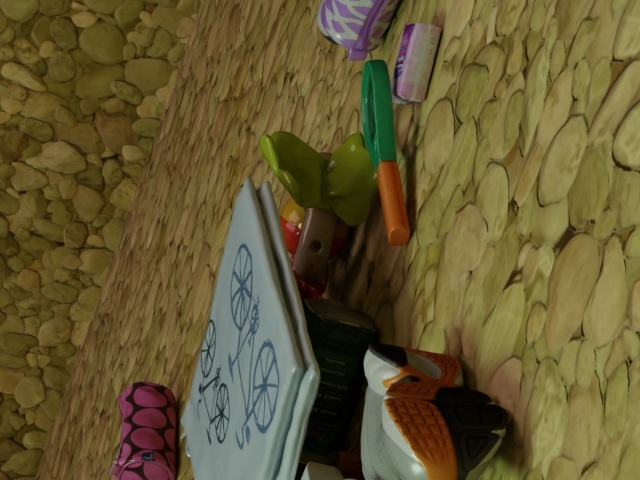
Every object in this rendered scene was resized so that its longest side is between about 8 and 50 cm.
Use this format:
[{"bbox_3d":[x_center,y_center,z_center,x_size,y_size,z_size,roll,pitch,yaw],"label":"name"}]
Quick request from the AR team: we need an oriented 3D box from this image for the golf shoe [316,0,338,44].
[{"bbox_3d":[0.031,-0.341,2.091,0.273,0.120,0.105,119,159,-51],"label":"golf shoe"}]

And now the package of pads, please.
[{"bbox_3d":[0.096,-0.182,1.833,0.050,0.032,0.083,-175,99,-74],"label":"package of pads"}]

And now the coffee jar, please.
[{"bbox_3d":[-0.005,0.156,1.786,0.096,0.079,0.184,-130,55,-74],"label":"coffee jar"}]

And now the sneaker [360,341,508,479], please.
[{"bbox_3d":[0.082,0.170,1.418,0.262,0.099,0.121,-104,23,-78],"label":"sneaker"}]

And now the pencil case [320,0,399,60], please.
[{"bbox_3d":[0.068,-0.297,1.977,0.088,0.086,0.206,69,152,27],"label":"pencil case"}]

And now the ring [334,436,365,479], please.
[{"bbox_3d":[0.020,0.325,1.608,0.336,0.032,0.336,-166,90,-77],"label":"ring"}]

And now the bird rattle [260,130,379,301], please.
[{"bbox_3d":[0.000,0.000,1.946,0.207,0.143,0.253,-81,-4,-76],"label":"bird rattle"}]

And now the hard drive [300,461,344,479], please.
[{"bbox_3d":[-0.036,0.383,1.619,0.203,0.040,0.307,-104,31,-64],"label":"hard drive"}]

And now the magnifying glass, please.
[{"bbox_3d":[0.066,-0.091,1.813,0.092,0.026,0.231,97,171,-49],"label":"magnifying glass"}]

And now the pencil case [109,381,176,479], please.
[{"bbox_3d":[-0.263,0.295,2.652,0.209,0.098,0.095,-99,27,-61],"label":"pencil case"}]

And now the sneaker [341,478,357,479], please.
[{"bbox_3d":[-0.005,0.323,1.437,0.161,0.102,0.282,39,108,37],"label":"sneaker"}]

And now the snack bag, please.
[{"bbox_3d":[-0.075,0.161,1.786,0.323,0.037,0.342,-109,29,-53],"label":"snack bag"}]

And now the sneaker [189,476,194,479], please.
[{"bbox_3d":[-0.155,0.351,2.187,0.136,0.116,0.314,-67,19,-8],"label":"sneaker"}]
